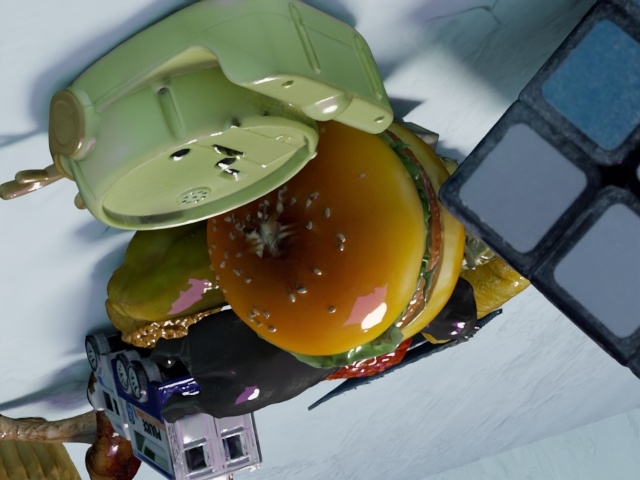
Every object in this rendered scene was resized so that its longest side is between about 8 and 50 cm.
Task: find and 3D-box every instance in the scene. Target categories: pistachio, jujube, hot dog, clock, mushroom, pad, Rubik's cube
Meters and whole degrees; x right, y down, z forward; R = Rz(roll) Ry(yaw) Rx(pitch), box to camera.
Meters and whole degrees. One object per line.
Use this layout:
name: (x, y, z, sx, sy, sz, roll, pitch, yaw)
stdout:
pistachio: (-0.120, 0.021, 1.723, 0.189, 0.100, 0.110, -13, -168, -22)
jujube: (0.029, 0.127, 2.280, 0.176, 0.109, 0.112, -9, 125, -10)
hot dog: (0.205, 0.067, 2.326, 0.061, 0.088, 0.286, -6, 156, -28)
clock: (-0.111, -0.087, 1.440, 0.308, 0.096, 0.235, -27, 163, 24)
mushroom: (-0.332, 0.235, 2.194, 0.217, 0.148, 0.227, -1, 152, -2)
pad: (0.128, 0.172, 2.566, 0.269, 0.012, 0.269, -25, 179, 16)
Rubik's cube: (0.368, -0.038, 1.574, 0.363, 0.362, 0.359, -46, 162, 7)

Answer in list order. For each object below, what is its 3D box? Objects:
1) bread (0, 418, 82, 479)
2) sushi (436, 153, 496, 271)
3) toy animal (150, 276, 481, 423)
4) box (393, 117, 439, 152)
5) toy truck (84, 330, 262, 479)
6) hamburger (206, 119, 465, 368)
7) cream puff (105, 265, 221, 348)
bread: (-0.443, 0.342, 2.308, 0.274, 0.149, 0.274, -19, 157, -8)
sushi: (0.114, -0.014, 1.877, 0.131, 0.139, 0.291, -17, 166, 14)
toy animal: (-0.008, 0.099, 1.800, 0.343, 0.106, 0.168, -14, 180, -34)
box: (0.069, -0.084, 1.697, 0.084, 0.060, 0.063, 3, 108, -52)
toy truck: (-0.170, 0.179, 1.971, 0.124, 0.155, 0.268, -14, -169, -22)
hamburger: (0.001, -0.001, 1.590, 0.246, 0.246, 0.170, -30, 167, 29)
cream puff: (-0.159, 0.064, 1.842, 0.126, 0.103, 0.144, -15, 168, -22)
